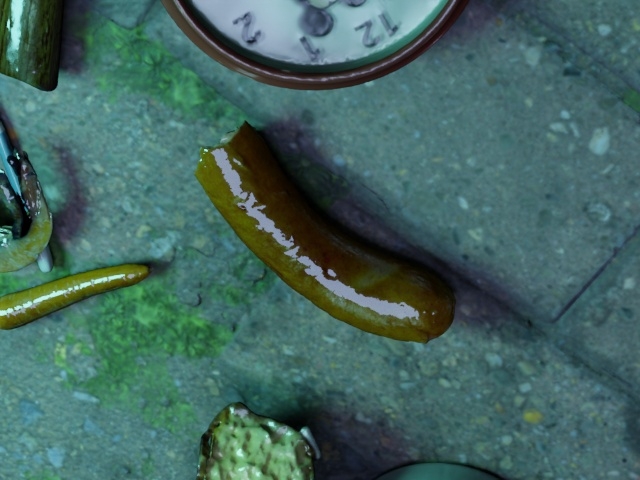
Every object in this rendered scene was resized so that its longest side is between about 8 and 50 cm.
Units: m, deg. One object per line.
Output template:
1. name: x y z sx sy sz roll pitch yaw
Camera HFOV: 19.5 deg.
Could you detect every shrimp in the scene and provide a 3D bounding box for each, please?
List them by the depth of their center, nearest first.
1. shrimp: -0.358 -0.060 1.858 0.152 0.046 0.219 -30 105 39

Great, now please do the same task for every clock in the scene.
1. clock: -0.005 -0.288 1.653 0.319 0.080 0.318 -1 110 -4

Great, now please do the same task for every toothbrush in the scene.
1. toothbrush: -0.313 -0.091 1.862 0.025 0.019 0.275 -14 113 9

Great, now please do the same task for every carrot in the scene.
1. carrot: -0.257 0.051 1.912 0.190 0.037 0.037 -19 111 19

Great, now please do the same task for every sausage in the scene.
1. sausage: -0.002 0.004 1.814 0.302 0.076 0.103 40 118 -10

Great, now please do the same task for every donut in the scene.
1. donut: -0.083 0.364 1.885 0.136 0.345 0.259 8 144 0

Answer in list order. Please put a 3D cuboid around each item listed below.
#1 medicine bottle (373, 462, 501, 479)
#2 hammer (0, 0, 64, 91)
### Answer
1. medicine bottle: 0.114 0.383 1.896 0.238 0.232 0.238 5 116 9
2. hammer: -0.259 -0.328 1.705 0.242 0.095 0.408 13 124 5
